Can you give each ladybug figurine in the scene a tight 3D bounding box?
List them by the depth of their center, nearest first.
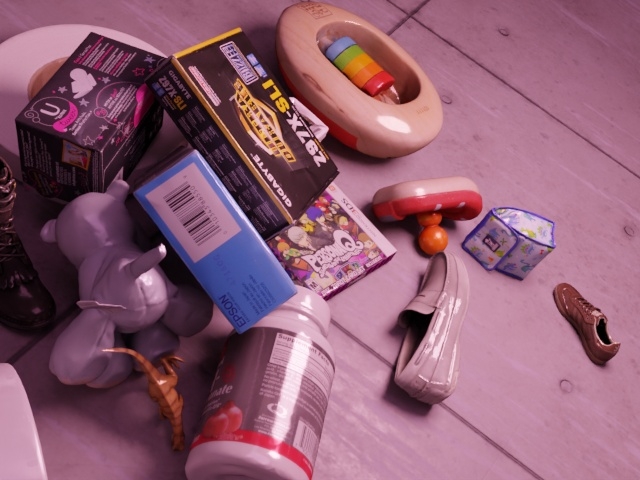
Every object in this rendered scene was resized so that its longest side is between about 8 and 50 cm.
[{"bbox_3d":[0.066,-0.343,1.646,0.305,0.162,0.449,-29,71,-38],"label":"ladybug figurine"}]

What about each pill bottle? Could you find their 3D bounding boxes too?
[{"bbox_3d":[-0.074,0.225,1.127,0.176,0.176,0.318,22,48,-8],"label":"pill bottle"}]

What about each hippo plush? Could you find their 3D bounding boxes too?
[{"bbox_3d":[-0.325,0.058,1.097,0.234,0.294,0.236,-37,65,-6],"label":"hippo plush"}]

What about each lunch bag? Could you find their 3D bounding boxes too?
[{"bbox_3d":[0.388,0.000,1.554,0.151,0.129,0.096,23,48,-9],"label":"lunch bag"}]

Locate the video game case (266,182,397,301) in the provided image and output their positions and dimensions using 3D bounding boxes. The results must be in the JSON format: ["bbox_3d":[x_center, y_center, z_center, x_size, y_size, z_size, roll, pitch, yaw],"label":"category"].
[{"bbox_3d":[0.000,0.000,1.429,0.232,0.042,0.210,-28,69,-38],"label":"video game case"}]

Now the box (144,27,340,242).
[{"bbox_3d":[-0.118,-0.187,1.277,0.322,0.079,0.257,55,28,-10],"label":"box"}]

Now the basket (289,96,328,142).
[{"bbox_3d":[-0.085,-0.192,1.498,0.113,0.103,0.167,42,49,10],"label":"basket"}]

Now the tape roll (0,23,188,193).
[{"bbox_3d":[-0.427,-0.244,1.381,0.392,0.072,0.392,10,52,-13],"label":"tape roll"}]

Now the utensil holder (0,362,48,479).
[{"bbox_3d":[-0.502,0.312,0.770,0.385,0.327,0.328,-7,58,-33],"label":"utensil holder"}]

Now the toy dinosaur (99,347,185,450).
[{"bbox_3d":[-0.232,0.205,1.086,0.064,0.211,0.112,-25,20,2],"label":"toy dinosaur"}]

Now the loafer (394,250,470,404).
[{"bbox_3d":[0.200,0.140,1.368,0.111,0.112,0.319,27,48,-15],"label":"loafer"}]

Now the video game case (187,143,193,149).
[{"bbox_3d":[-0.217,-0.099,1.417,0.201,0.023,0.183,44,49,12],"label":"video game case"}]

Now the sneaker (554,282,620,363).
[{"bbox_3d":[0.555,0.157,1.548,0.066,0.071,0.188,-8,59,-30],"label":"sneaker"}]

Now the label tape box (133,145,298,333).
[{"bbox_3d":[-0.177,-0.018,1.182,0.115,0.347,0.249,-37,105,-8],"label":"label tape box"}]

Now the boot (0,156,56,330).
[{"bbox_3d":[-0.470,-0.015,1.092,0.091,0.229,0.263,-31,71,-39],"label":"boot"}]

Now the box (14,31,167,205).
[{"bbox_3d":[-0.362,-0.188,1.209,0.142,0.163,0.247,21,49,1],"label":"box"}]

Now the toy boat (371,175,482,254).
[{"bbox_3d":[0.224,-0.046,1.528,0.231,0.151,0.151,-8,89,-29],"label":"toy boat"}]
